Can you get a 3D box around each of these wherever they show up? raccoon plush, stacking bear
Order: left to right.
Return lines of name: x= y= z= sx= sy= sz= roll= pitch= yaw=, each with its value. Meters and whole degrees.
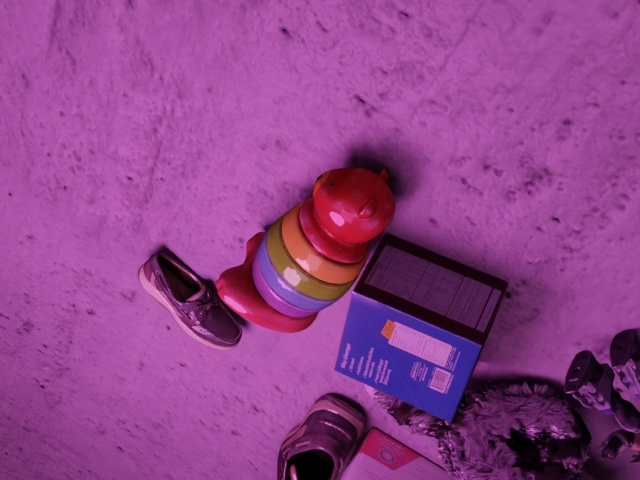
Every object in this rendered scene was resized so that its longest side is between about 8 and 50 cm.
stacking bear: x=0.000 y=0.000 z=1.457 sx=0.164 sy=0.175 sz=0.289 roll=40 pitch=131 yaw=-3
raccoon plush: x=0.296 y=0.355 z=1.637 sx=0.446 sy=0.216 sz=0.299 roll=40 pitch=163 yaw=38

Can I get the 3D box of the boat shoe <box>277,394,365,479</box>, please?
boat shoe: x=-0.027 y=0.429 z=1.883 sx=0.132 sy=0.130 sz=0.355 roll=28 pitch=138 yaw=7

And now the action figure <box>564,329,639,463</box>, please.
action figure: x=0.478 y=0.266 z=1.445 sx=0.185 sy=0.099 sz=0.285 roll=-27 pitch=116 yaw=35

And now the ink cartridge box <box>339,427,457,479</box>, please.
ink cartridge box: x=0.108 y=0.513 z=1.762 sx=0.207 sy=0.283 sz=0.117 roll=32 pitch=138 yaw=3

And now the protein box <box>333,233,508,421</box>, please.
protein box: x=0.148 y=0.134 z=1.495 sx=0.201 sy=0.136 sz=0.199 roll=23 pitch=137 yaw=12

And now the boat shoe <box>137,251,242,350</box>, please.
boat shoe: x=-0.226 y=0.108 z=1.746 sx=0.223 sy=0.080 sz=0.073 roll=41 pitch=143 yaw=-2
